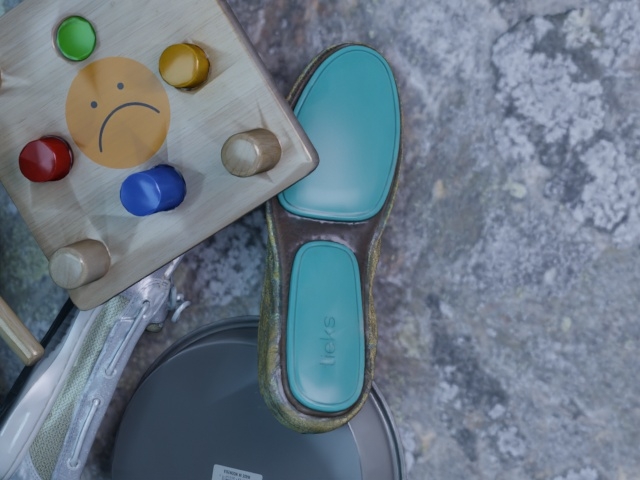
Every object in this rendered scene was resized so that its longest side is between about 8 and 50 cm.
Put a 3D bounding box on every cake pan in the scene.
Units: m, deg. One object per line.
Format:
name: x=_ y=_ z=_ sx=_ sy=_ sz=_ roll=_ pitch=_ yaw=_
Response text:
cake pan: x=-0.067 y=0.216 z=1.794 sx=0.293 sy=0.054 sz=0.293 roll=1 pitch=92 yaw=23

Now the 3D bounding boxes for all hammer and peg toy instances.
hammer and peg toy: x=-0.204 y=-0.074 z=1.672 sx=0.361 sy=0.127 sz=0.266 roll=-33 pitch=88 yaw=18

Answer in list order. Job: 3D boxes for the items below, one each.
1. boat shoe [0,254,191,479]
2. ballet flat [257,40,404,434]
boat shoe: x=-0.192 y=0.095 z=1.799 sx=0.103 sy=0.118 sz=0.320 roll=34 pitch=83 yaw=-11
ballet flat: x=0.000 y=0.000 z=1.722 sx=0.123 sy=0.123 sz=0.348 roll=-2 pitch=72 yaw=23
